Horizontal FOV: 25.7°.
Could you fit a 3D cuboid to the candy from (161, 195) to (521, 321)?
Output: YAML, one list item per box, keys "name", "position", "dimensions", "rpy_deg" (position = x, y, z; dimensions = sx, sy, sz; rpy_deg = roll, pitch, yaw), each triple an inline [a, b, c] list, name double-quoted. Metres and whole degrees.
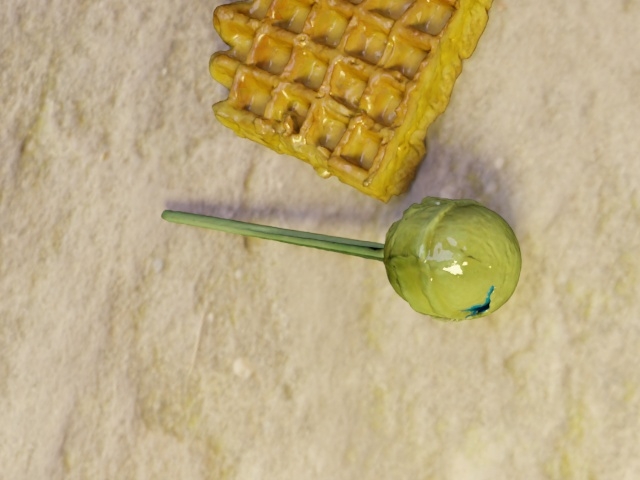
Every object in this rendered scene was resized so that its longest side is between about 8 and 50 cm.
- name: "candy"
  position: [0.000, 0.000, 1.046]
  dimensions: [0.335, 0.092, 0.093]
  rpy_deg: [8, 37, 39]

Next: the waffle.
- name: "waffle"
  position: [0.013, -0.168, 1.091]
  dimensions: [0.219, 0.057, 0.229]
  rpy_deg: [24, 88, 33]
